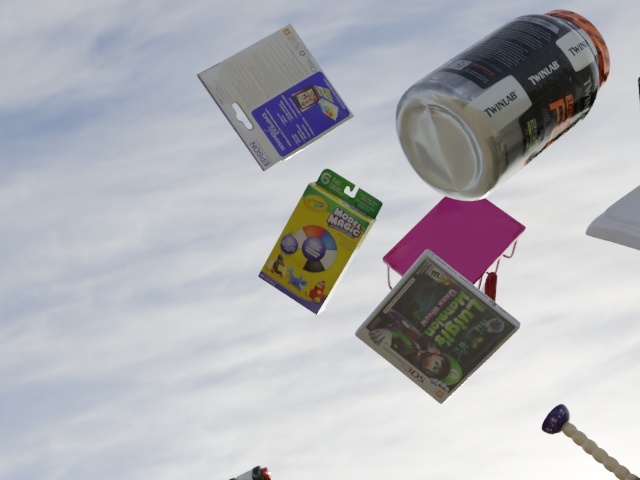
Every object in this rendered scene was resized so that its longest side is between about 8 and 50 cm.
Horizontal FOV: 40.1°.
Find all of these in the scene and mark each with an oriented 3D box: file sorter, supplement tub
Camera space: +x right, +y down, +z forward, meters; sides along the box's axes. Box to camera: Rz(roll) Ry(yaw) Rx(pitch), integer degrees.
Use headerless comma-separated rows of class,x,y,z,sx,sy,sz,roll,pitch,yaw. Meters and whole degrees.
file sorter,0.323,0.048,2.152,0.290,0.202,0.182,-43,-24,-18
supplement tub,0.298,-0.226,1.397,0.338,0.207,0.207,-36,-30,-27

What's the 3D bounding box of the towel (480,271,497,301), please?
towel,0.393,0.198,2.140,0.031,0.199,0.275,7,-15,4

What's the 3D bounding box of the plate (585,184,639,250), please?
plate,0.759,-0.081,1.943,0.278,0.277,0.045,-34,-73,-8

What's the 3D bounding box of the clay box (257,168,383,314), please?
clay box,0.000,0.000,1.500,0.127,0.053,0.222,32,-71,10

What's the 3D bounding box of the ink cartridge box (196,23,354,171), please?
ink cartridge box,-0.081,-0.248,1.539,0.208,0.206,0.045,-34,-1,-23

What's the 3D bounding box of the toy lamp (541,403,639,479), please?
toy lamp,0.544,0.418,1.659,0.080,0.274,0.080,-26,-45,-29

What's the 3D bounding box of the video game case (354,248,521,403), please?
video game case,0.169,0.131,1.295,0.173,0.022,0.190,38,-59,2

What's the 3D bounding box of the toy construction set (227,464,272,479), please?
toy construction set,-0.106,0.545,1.597,0.151,0.327,0.215,-28,-78,-14

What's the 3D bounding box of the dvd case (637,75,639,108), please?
dvd case,0.671,-0.180,1.569,0.022,0.253,0.180,-40,-35,-1
